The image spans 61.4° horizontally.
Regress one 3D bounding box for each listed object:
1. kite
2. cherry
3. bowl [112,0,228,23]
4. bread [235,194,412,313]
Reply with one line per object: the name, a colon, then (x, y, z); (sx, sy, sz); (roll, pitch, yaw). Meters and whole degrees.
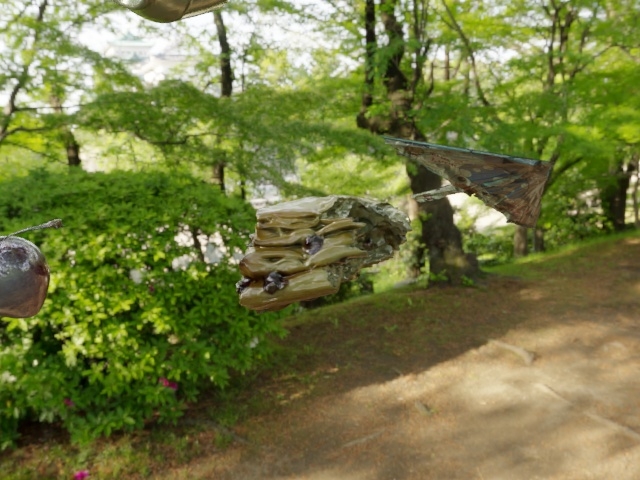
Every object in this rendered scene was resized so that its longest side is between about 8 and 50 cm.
kite: (0.287, -0.101, 1.010); (0.405, 0.014, 0.368); (27, -16, -22)
cherry: (-0.446, 0.051, 0.818); (0.188, 0.148, 0.115); (-19, 20, -7)
bowl: (-0.213, -0.357, 0.651); (0.211, 0.212, 0.112); (6, 43, 39)
bread: (0.000, 0.000, 1.085); (0.369, 0.192, 0.314); (-17, 3, -5)
